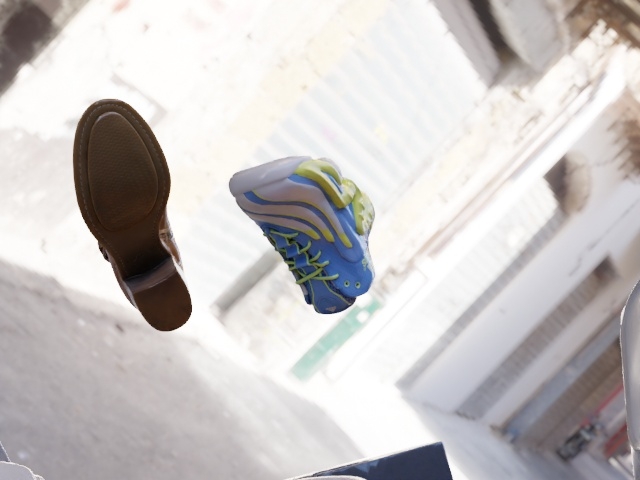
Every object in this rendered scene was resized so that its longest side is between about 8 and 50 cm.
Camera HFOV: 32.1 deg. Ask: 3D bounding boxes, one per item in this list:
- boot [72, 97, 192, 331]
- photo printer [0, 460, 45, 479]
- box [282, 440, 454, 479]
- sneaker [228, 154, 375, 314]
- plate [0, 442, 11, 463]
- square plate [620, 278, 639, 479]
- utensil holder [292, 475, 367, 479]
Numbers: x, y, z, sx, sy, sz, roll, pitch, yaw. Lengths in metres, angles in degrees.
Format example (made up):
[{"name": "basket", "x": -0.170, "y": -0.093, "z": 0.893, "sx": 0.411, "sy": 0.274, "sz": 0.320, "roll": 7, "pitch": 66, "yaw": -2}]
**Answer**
[{"name": "boot", "x": -0.228, "y": -0.046, "z": 1.308, "sx": 0.283, "sy": 0.109, "sz": 0.220, "roll": 69, "pitch": -11, "yaw": -23}, {"name": "photo printer", "x": -0.248, "y": 0.358, "z": 0.818, "sx": 0.107, "sy": 0.307, "sz": 0.256, "roll": 11, "pitch": 13, "yaw": -39}, {"name": "box", "x": 0.075, "y": 0.495, "z": 1.754, "sx": 0.395, "sy": 0.212, "sz": 0.293, "roll": 134, "pitch": -58, "yaw": -70}, {"name": "sneaker", "x": 0.000, "y": 0.000, "z": 1.023, "sx": 0.240, "sy": 0.091, "sz": 0.126, "roll": 14, "pitch": 61, "yaw": -63}, {"name": "plate", "x": -0.400, "y": 0.318, "z": 1.380, "sx": 0.278, "sy": 0.045, "sz": 0.277, "roll": 63, "pitch": -24, "yaw": 2}, {"name": "square plate", "x": 0.459, "y": 0.116, "z": 1.416, "sx": 0.049, "sy": 0.347, "sz": 0.344, "roll": 13, "pitch": 46, "yaw": -4}, {"name": "utensil holder", "x": -0.042, "y": 0.518, "z": 1.340, "sx": 0.327, "sy": 0.328, "sz": 0.385, "roll": -16, "pitch": 91, "yaw": -86}]
